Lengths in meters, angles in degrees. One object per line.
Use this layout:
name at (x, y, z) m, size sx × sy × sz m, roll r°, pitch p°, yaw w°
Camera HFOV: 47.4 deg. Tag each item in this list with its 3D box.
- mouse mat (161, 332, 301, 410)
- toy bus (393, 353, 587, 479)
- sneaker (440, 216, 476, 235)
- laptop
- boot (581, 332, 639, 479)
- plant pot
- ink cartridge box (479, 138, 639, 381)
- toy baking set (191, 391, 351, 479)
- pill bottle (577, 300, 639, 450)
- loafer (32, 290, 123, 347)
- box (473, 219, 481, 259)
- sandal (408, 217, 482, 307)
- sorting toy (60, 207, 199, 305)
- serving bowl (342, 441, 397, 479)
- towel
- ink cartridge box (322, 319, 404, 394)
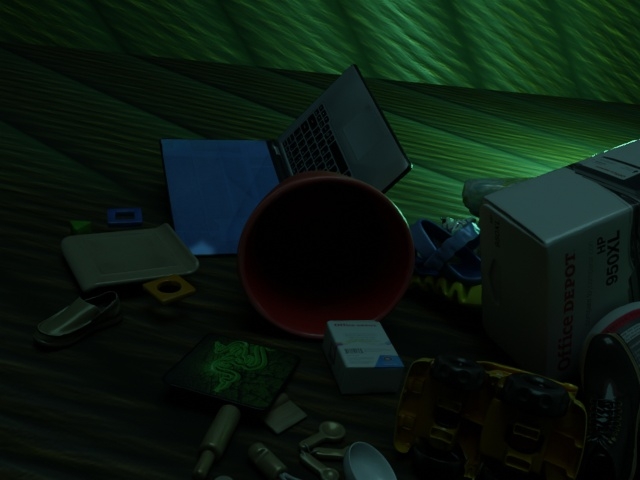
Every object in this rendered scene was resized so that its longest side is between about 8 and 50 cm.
mouse mat at (-0.119, 0.180, 1.028) m, size 0.153 × 0.007 × 0.189 m, roll 13°, pitch 14°, yaw 9°
toy bus at (0.228, 0.221, 0.959) m, size 0.220 × 0.149 × 0.211 m, roll 15°, pitch 12°, yaw 17°
sneaker at (0.304, -0.039, 1.646) m, size 0.069 × 0.038 × 0.098 m, roll 26°, pitch 29°, yaw 30°
laptop at (-0.090, -0.176, 1.471) m, size 0.236 × 0.408 × 0.381 m, roll 30°, pitch 27°, yaw -39°
boot at (0.353, 0.214, 0.896) m, size 0.077 × 0.197 × 0.137 m, roll -10°, pitch -9°, yaw 29°
plant pot at (0.000, 0.000, 1.227) m, size 0.275 × 0.274 × 0.243 m, roll 6°, pitch 15°, yaw -7°
ink cartridge box at (0.466, 0.021, 1.159) m, size 0.395 × 0.285 × 0.166 m, roll -20°, pitch 34°, yaw -14°
toy baking set at (-0.051, 0.264, 0.879) m, size 0.197 × 0.030 × 0.256 m, roll 15°, pitch 25°, yaw 11°
pill bottle at (0.498, 0.231, 0.971) m, size 0.177 × 0.176 × 0.318 m, roll 3°, pitch 25°, yaw -14°
loafer at (-0.356, 0.111, 1.074) m, size 0.056 × 0.050 × 0.148 m, roll 23°, pitch 28°, yaw 27°
box at (0.449, 0.050, 1.382) m, size 0.311 × 0.147 × 0.121 m, roll 5°, pitch 24°, yaw -12°
sandal at (0.187, 0.021, 1.326) m, size 0.318 × 0.138 × 0.126 m, roll 8°, pitch 22°, yaw 35°
sorting toy at (-0.329, 0.037, 1.254) m, size 0.196 × 0.047 × 0.348 m, roll -11°, pitch 31°, yaw -28°
serving bowl at (0.055, 0.281, 0.858) m, size 0.083 × 0.027 × 0.083 m, roll 37°, pitch 24°, yaw -20°
towel at (0.491, -0.071, 1.520) m, size 0.321 × 0.090 × 0.374 m, roll 1°, pitch -3°, yaw 23°
ink cartridge box at (0.061, 0.172, 1.090) m, size 0.089 × 0.052 × 0.122 m, roll 2°, pitch 27°, yaw -16°
